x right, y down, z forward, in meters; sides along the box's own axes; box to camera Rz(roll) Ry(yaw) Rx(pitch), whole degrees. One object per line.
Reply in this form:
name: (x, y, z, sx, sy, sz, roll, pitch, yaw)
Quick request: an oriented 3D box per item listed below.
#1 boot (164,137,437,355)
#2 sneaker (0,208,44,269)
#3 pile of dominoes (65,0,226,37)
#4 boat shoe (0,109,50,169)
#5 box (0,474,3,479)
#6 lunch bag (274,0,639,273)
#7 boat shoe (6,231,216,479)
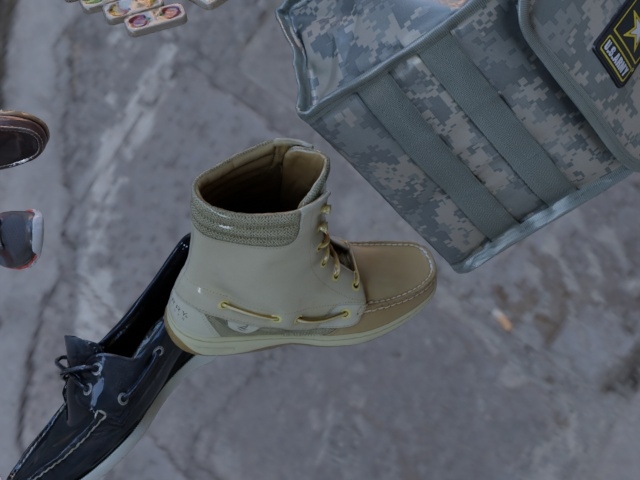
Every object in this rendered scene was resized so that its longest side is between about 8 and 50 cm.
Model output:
boot: (0.000, 0.000, 1.255, 0.203, 0.262, 0.095, 105, 152, -47)
sneaker: (-0.334, -0.001, 1.440, 0.158, 0.065, 0.061, -7, 80, 48)
pile of dominoes: (-0.178, -0.295, 1.431, 0.196, 0.040, 0.251, -37, 50, -27)
boat shoe: (-0.424, -0.104, 1.689, 0.207, 0.073, 0.073, -6, 31, 5)
box: (-0.371, 0.389, 1.656, 0.103, 0.203, 0.114, -25, 29, -12)
lunch bag: (0.153, -0.143, 1.106, 0.287, 0.235, 0.169, -31, 43, 17)
boat shoe: (-0.200, 0.121, 1.412, 0.340, 0.113, 0.127, -44, 23, -18)
